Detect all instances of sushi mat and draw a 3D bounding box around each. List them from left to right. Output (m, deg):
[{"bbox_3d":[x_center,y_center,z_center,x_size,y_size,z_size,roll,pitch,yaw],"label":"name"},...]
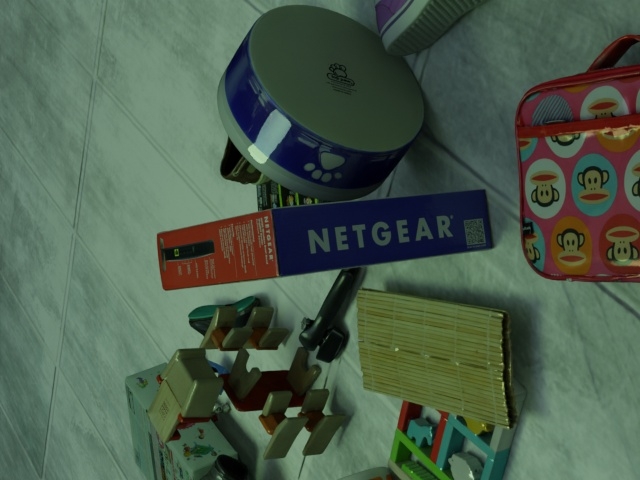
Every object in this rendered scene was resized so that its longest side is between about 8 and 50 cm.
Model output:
[{"bbox_3d":[0.148,0.152,1.515,0.316,0.019,0.151,6,102,56],"label":"sushi mat"}]

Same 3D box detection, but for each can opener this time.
[{"bbox_3d":[0.017,0.106,1.738,0.059,0.073,0.186,-77,7,-58],"label":"can opener"}]

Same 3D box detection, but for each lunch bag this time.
[{"bbox_3d":[0.337,-0.086,1.164,0.293,0.120,0.258,-1,91,55],"label":"lunch bag"}]

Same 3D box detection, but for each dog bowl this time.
[{"bbox_3d":[0.003,-0.187,1.500,0.104,0.265,0.265,-52,54,44],"label":"dog bowl"}]

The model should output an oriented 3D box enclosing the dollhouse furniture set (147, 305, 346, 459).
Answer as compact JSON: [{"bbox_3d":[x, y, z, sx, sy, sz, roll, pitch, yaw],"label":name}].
[{"bbox_3d":[-0.131,0.241,1.792,0.262,0.259,0.135,53,127,39],"label":"dollhouse furniture set"}]

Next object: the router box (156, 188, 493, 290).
[{"bbox_3d":[0.000,0.000,1.476,0.301,0.335,0.082,-9,88,57],"label":"router box"}]

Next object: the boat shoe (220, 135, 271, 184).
[{"bbox_3d":[-0.098,-0.201,1.724,0.095,0.095,0.257,39,124,47],"label":"boat shoe"}]

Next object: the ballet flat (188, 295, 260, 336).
[{"bbox_3d":[-0.159,0.143,1.995,0.203,0.074,0.074,-13,85,50],"label":"ballet flat"}]

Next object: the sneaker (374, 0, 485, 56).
[{"bbox_3d":[0.143,-0.361,1.407,0.282,0.102,0.161,-29,69,55],"label":"sneaker"}]

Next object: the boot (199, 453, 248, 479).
[{"bbox_3d":[-0.130,0.549,1.953,0.223,0.338,0.118,-38,18,10],"label":"boot"}]

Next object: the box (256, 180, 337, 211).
[{"bbox_3d":[-0.043,-0.138,1.778,0.184,0.045,0.190,2,97,54],"label":"box"}]

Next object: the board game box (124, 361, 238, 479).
[{"bbox_3d":[-0.261,0.411,2.129,0.303,0.097,0.224,42,143,46],"label":"board game box"}]

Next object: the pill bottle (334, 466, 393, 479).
[{"bbox_3d":[0.078,0.454,1.644,0.121,0.121,0.221,-40,63,52],"label":"pill bottle"}]

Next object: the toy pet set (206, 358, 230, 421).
[{"bbox_3d":[-0.197,0.259,2.094,0.114,0.065,0.122,71,177,-64],"label":"toy pet set"}]

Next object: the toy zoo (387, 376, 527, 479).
[{"bbox_3d":[0.184,0.240,1.525,0.192,0.030,0.293,39,127,46],"label":"toy zoo"}]
